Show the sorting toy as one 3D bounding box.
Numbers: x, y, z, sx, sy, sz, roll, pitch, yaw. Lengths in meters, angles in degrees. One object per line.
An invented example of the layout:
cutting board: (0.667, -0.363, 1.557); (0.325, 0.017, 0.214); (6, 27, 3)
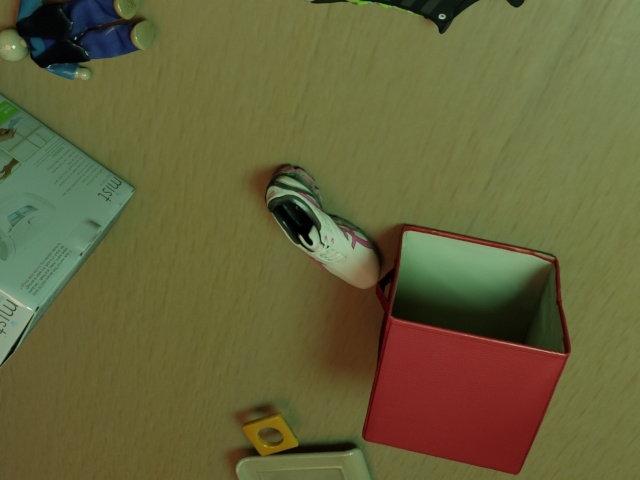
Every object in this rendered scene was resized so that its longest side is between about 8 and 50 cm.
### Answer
sorting toy: (-0.013, 0.383, 1.173); (0.196, 0.047, 0.348); (-10, 119, 13)

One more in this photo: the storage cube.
storage cube: (0.161, 0.123, 0.889); (0.215, 0.184, 0.193); (11, 125, 5)

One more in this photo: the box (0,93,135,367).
box: (-0.375, -0.028, 0.864); (0.231, 0.262, 0.127); (36, 123, -12)

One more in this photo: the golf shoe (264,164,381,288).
golf shoe: (0.000, 0.000, 0.905); (0.067, 0.086, 0.186); (-36, 110, 27)

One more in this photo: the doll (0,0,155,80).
doll: (-0.281, -0.233, 0.842); (0.189, 0.046, 0.129); (-5, 130, 23)

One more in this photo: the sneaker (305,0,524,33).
sneaker: (0.095, -0.240, 0.733); (0.234, 0.084, 0.097); (-7, 121, 16)
